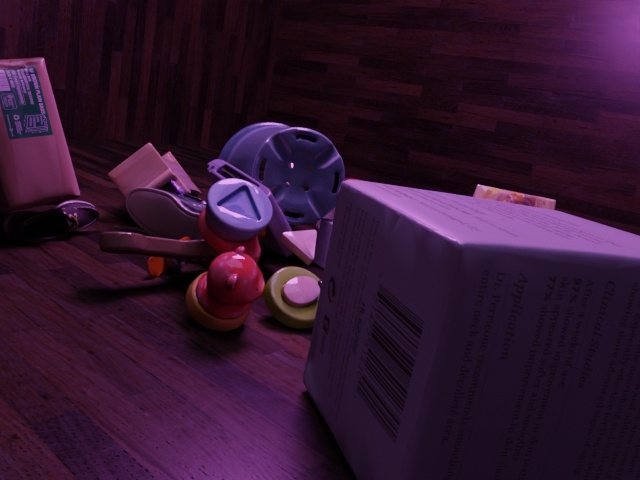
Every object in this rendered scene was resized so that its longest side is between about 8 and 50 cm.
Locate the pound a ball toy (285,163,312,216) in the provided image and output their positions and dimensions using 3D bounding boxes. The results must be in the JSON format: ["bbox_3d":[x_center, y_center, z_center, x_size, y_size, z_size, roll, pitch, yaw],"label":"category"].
[{"bbox_3d":[-0.117,-0.223,2.028,0.208,0.135,0.319,6,-29,-19],"label":"pound a ball toy"}]

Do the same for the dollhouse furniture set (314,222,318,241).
[{"bbox_3d":[0.000,0.000,1.658,0.091,0.081,0.114,9,13,-7],"label":"dollhouse furniture set"}]

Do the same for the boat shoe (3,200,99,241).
[{"bbox_3d":[-0.620,-0.041,1.368,0.069,0.081,0.228,21,24,31],"label":"boat shoe"}]

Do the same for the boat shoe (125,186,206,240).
[{"bbox_3d":[-0.350,-0.059,1.545,0.340,0.127,0.113,15,12,11],"label":"boat shoe"}]

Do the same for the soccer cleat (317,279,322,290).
[{"bbox_3d":[0.111,0.133,1.181,0.331,0.116,0.143,9,43,-59],"label":"soccer cleat"}]

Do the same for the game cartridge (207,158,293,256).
[{"bbox_3d":[-0.163,-0.075,1.393,0.060,0.196,0.294,-35,38,-18],"label":"game cartridge"}]

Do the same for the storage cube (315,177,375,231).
[{"bbox_3d":[0.120,-0.108,1.986,0.215,0.183,0.193,17,15,27],"label":"storage cube"}]

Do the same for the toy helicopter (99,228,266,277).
[{"bbox_3d":[-0.298,0.019,1.212,0.235,0.140,0.355,-4,-9,42],"label":"toy helicopter"}]

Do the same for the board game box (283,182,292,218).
[{"bbox_3d":[-0.107,-0.110,1.880,0.026,0.154,0.103,7,14,-12],"label":"board game box"}]

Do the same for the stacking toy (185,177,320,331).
[{"bbox_3d":[-0.098,0.019,1.099,0.280,0.130,0.308,12,49,-22],"label":"stacking toy"}]

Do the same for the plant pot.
[{"bbox_3d":[-0.105,-0.177,1.626,0.341,0.341,0.334,6,4,-18],"label":"plant pot"}]

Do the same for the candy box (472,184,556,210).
[{"bbox_3d":[0.413,0.043,1.311,0.183,0.316,0.087,13,-20,11],"label":"candy box"}]

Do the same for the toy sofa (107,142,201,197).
[{"bbox_3d":[-0.488,-0.169,1.743,0.177,0.150,0.362,54,-2,-8],"label":"toy sofa"}]

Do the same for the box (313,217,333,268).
[{"bbox_3d":[0.052,0.019,1.525,0.072,0.126,0.137,4,15,-33],"label":"box"}]

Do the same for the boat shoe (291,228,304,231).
[{"bbox_3d":[-0.080,-0.011,1.729,0.045,0.050,0.135,10,3,12],"label":"boat shoe"}]

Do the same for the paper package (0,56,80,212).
[{"bbox_3d":[-0.729,-0.228,1.334,0.310,0.324,0.168,-2,14,43],"label":"paper package"}]

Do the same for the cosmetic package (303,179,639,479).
[{"bbox_3d":[0.228,0.127,0.760,0.394,0.329,0.327,6,13,-20],"label":"cosmetic package"}]
